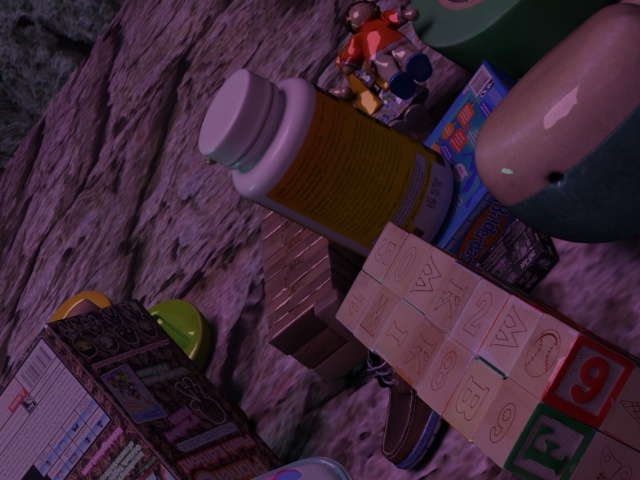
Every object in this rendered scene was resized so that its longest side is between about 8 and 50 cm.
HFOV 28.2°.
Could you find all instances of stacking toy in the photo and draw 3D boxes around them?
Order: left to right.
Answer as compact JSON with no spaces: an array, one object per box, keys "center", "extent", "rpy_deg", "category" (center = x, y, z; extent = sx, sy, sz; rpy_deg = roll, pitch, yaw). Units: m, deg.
[{"center":[-0.245,0.222,1.668],"extent":[0.280,0.130,0.308],"rpy_deg":[-8,57,31],"category":"stacking toy"}]

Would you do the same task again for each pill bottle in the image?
[{"center":[0.004,-0.068,1.133],"extent":[0.117,0.215,0.117],"rpy_deg":[-46,29,35],"category":"pill bottle"}]

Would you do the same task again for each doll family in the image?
[{"center":[0.011,-0.133,1.317],"extent":[0.263,0.118,0.163],"rpy_deg":[-38,44,5],"category":"doll family"}]

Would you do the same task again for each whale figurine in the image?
[{"center":[0.232,-0.101,0.969],"extent":[0.216,0.141,0.272],"rpy_deg":[-40,7,41],"category":"whale figurine"}]

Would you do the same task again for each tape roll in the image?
[{"center":[0.216,-0.316,1.266],"extent":[0.321,0.077,0.321],"rpy_deg":[-46,29,34],"category":"tape roll"}]

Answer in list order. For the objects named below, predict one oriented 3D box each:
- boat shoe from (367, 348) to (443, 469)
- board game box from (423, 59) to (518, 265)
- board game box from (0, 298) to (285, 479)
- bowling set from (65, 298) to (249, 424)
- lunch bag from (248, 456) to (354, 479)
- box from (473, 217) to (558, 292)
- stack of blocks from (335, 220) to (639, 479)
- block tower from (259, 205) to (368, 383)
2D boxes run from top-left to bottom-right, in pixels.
[{"center":[0.075,0.102,1.092],"extent":[0.066,0.066,0.183],"rpy_deg":[-13,61,68],"category":"boat shoe"},{"center":[0.129,-0.046,1.186],"extent":[0.210,0.047,0.160],"rpy_deg":[-54,25,19],"category":"board game box"},{"center":[-0.179,0.242,1.184],"extent":[0.232,0.291,0.141],"rpy_deg":[-50,-16,25],"category":"board game box"},{"center":[-0.196,0.201,1.395],"extent":[0.200,0.287,0.154],"rpy_deg":[31,80,26],"category":"bowling set"},{"center":[-0.020,0.303,0.917],"extent":[0.224,0.107,0.279],"rpy_deg":[-24,42,-2],"category":"lunch bag"},{"center":[0.161,0.022,1.081],"extent":[0.083,0.018,0.067],"rpy_deg":[-52,25,24],"category":"box"},{"center":[0.143,0.090,0.849],"extent":[0.087,0.171,0.297],"rpy_deg":[-61,22,3],"category":"stack of blocks"},{"center":[0.000,0.000,1.327],"extent":[0.097,0.091,0.335],"rpy_deg":[-40,31,22],"category":"block tower"}]
